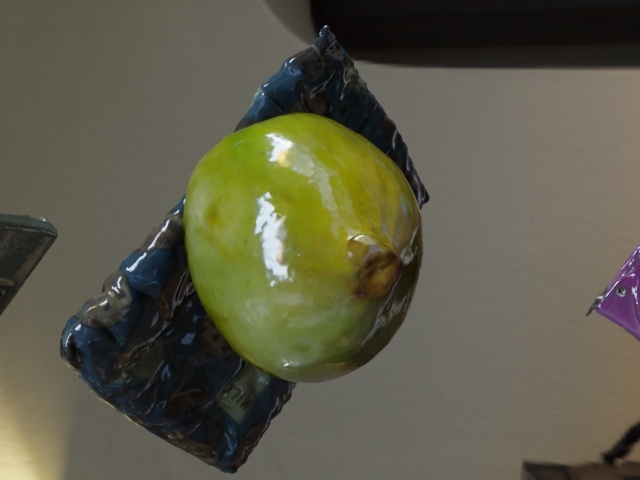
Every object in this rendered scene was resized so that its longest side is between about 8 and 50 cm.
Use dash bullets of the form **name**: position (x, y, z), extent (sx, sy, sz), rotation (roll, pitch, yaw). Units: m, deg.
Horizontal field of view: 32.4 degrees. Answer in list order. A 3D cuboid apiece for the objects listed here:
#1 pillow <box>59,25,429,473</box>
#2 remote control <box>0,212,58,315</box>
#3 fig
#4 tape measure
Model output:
- **pillow**: position (-0.034, 0.015, 0.694), extent (0.256, 0.034, 0.189), rotation (-52, -41, -11)
- **remote control**: position (-0.336, 0.081, 0.928), extent (0.285, 0.038, 0.123), rotation (-48, -23, 17)
- **fig**: position (-0.007, 0.003, 0.578), extent (0.136, 0.121, 0.153), rotation (20, -141, -34)
- **tape measure**: position (0.285, 0.045, 0.847), extent (0.125, 0.118, 0.074), rotation (-57, -9, 10)
